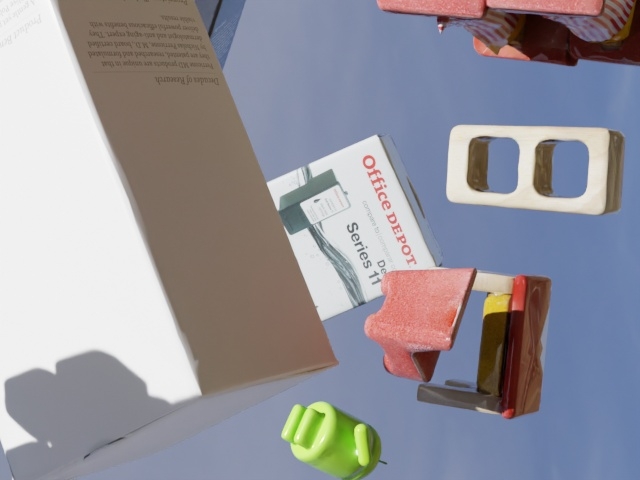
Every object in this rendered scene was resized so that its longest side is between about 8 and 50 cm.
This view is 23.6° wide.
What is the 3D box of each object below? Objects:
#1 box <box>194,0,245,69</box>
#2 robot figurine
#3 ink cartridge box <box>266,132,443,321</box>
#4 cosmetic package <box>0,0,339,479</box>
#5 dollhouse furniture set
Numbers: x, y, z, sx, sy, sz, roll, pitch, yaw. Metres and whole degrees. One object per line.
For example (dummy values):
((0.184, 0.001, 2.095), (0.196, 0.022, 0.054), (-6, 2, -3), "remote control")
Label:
((-0.164, -0.220, 1.490), (0.207, 0.153, 0.108), (-66, -5, 32), "box")
((0.016, 0.212, 1.608), (0.115, 0.101, 0.067), (30, -104, -30), "robot figurine")
((0.000, 0.000, 1.526), (0.153, 0.208, 0.087), (65, -171, -1), "ink cartridge box")
((-0.161, -0.037, 1.050), (0.155, 0.197, 0.365), (-10, -104, -54), "cosmetic package")
((0.136, -0.062, 1.019), (0.201, 0.152, 0.374), (3, -89, -63), "dollhouse furniture set")
